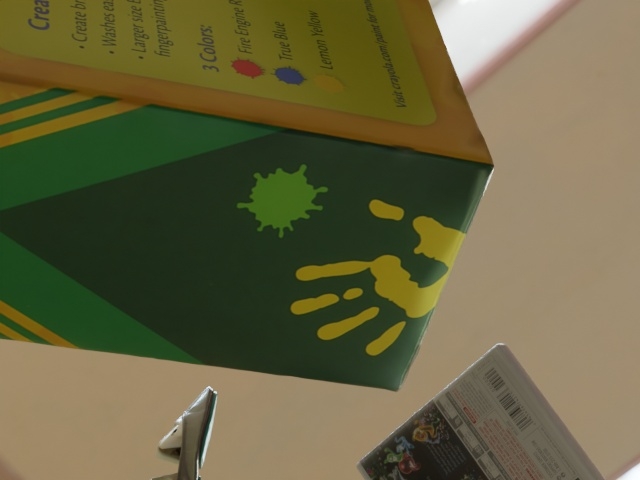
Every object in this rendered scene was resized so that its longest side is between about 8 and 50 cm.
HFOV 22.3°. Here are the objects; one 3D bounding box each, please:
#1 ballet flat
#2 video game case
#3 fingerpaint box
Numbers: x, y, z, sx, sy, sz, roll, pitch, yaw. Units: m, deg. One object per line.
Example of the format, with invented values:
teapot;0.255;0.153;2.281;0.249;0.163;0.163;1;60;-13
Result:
ballet flat;-0.163;0.264;1.875;0.068;0.072;0.213;8;-118;-4
video game case;0.143;0.211;1.340;0.190;0.173;0.022;55;-157;19
fingerpaint box;-0.141;-0.132;0.928;0.371;0.163;0.445;9;-145;-17
